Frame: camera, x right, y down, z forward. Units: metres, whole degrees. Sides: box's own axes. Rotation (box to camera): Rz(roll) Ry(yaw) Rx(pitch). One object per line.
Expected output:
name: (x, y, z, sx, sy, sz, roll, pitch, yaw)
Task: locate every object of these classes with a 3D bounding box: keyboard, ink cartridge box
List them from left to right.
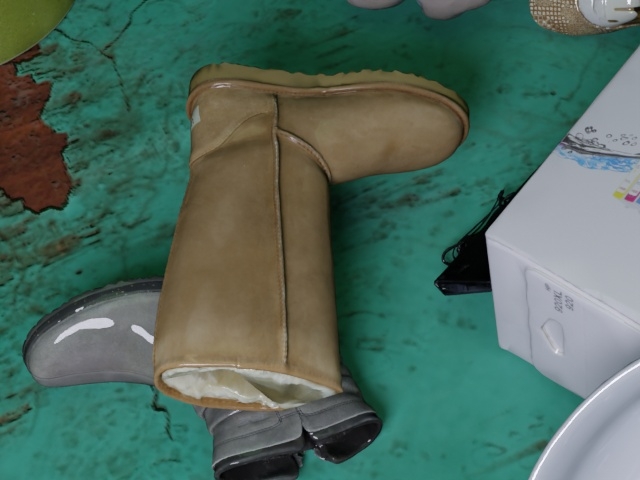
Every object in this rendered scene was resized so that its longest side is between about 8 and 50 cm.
keyboard: (0.169, -0.015, 1.267, 0.192, 0.038, 0.100, -44, 23, -26)
ink cartridge box: (0.256, -0.002, 1.166, 0.168, 0.171, 0.233, 31, 69, 27)

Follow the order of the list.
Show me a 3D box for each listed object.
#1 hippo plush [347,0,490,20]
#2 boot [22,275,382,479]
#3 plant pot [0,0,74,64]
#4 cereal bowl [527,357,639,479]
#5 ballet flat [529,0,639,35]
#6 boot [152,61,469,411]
hippo plush: (0.099, -0.347, 1.469, 0.294, 0.234, 0.236, 20, 31, 11)
boot: (-0.088, 0.107, 1.175, 0.246, 0.083, 0.161, -11, 54, -11)
plant pot: (-0.366, -0.334, 1.393, 0.274, 0.293, 0.275, -2, 53, 2)
cereal bowl: (0.290, 0.221, 0.987, 0.339, 0.141, 0.339, -3, 83, 23)
ballet flat: (0.289, -0.221, 1.403, 0.206, 0.073, 0.067, -10, 11, -3)
boot: (0.000, 0.000, 1.186, 0.236, 0.089, 0.269, 2, 54, -4)
